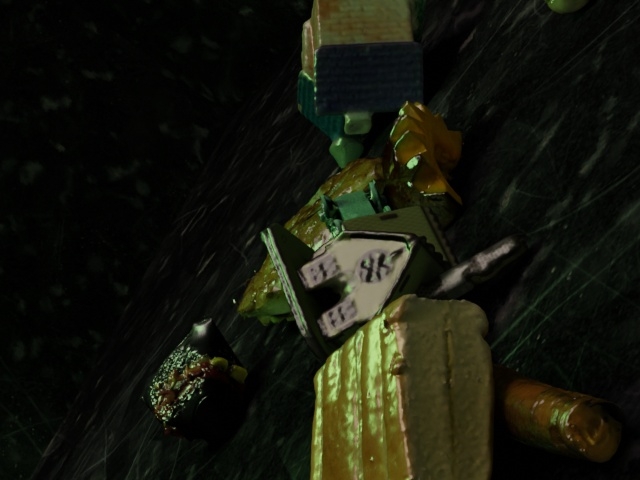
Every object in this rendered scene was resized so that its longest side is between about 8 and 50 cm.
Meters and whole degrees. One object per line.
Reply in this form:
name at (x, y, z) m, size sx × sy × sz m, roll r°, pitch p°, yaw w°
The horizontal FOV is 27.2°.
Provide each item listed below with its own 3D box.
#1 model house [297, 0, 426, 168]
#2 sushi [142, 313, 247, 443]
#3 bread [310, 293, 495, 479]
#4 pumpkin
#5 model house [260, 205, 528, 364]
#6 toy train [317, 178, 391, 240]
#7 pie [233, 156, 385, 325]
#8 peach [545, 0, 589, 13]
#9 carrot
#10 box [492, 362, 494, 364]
model house at (0.082, -0.301, 2.492) m, size 0.312 × 0.245 × 0.280 m, roll 96°, pitch 171°, yaw -61°
sushi at (-0.200, 0.255, 2.191) m, size 0.172 × 0.153 × 0.150 m, roll -34°, pitch 30°, yaw -7°
bread at (0.074, 0.200, 1.251) m, size 0.239 × 0.111 × 0.246 m, roll 131°, pitch 145°, yaw -58°
pumpkin at (0.127, -0.097, 1.946) m, size 0.149 × 0.130 × 0.254 m, roll -47°, pitch 16°, yaw 27°
model house at (0.108, 0.021, 1.616) m, size 0.279 × 0.205 × 0.218 m, roll -33°, pitch 56°, yaw 13°
toy train at (0.066, 0.015, 1.876) m, size 0.105 × 0.157 × 0.253 m, roll -16°, pitch 17°, yaw -3°
pie at (0.000, 0.000, 2.211) m, size 0.355 × 0.103 × 0.288 m, roll -45°, pitch 15°, yaw 21°
peach at (0.362, -0.373, 1.927) m, size 0.083 × 0.083 × 0.083 m, roll -50°, pitch 13°, yaw 17°
carrot at (0.192, 0.154, 1.201) m, size 0.070 × 0.070 × 0.260 m, roll -56°, pitch 14°, yaw -9°
box at (0.157, 0.168, 1.401) m, size 0.090 × 0.023 × 0.133 m, roll -55°, pitch 12°, yaw 8°
